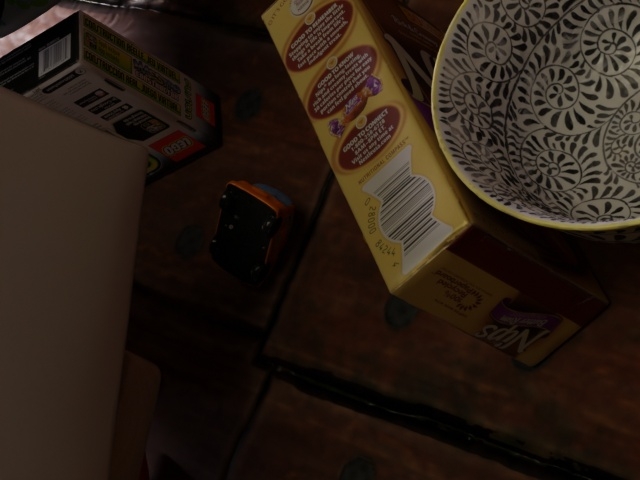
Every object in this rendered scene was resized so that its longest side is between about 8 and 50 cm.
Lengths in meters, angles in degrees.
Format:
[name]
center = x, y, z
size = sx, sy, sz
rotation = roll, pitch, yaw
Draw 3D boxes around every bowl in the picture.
[bowl]
center = 0.140, -0.058, 0.772
size = 0.170, 0.080, 0.170
rotation = -15, 54, 21

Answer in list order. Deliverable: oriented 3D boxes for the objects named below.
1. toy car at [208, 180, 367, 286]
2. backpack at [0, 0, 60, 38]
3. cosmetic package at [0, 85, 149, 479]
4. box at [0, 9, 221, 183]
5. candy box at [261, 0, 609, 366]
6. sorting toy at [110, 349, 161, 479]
[toy car]
center = 0.000, 0.000, 0.926
size = 0.122, 0.060, 0.040
rotation = 15, 36, 29
[backpack]
center = -0.207, -0.248, 1.044
size = 0.290, 0.273, 0.355
rotation = -21, 52, 47
[cosmetic package]
center = -0.309, 0.063, 0.931
size = 0.453, 0.161, 0.230
rotation = -7, 71, 41
[box]
center = -0.171, -0.050, 1.036
size = 0.207, 0.114, 0.036
rotation = -25, 54, 31
[candy box]
center = 0.050, -0.040, 0.835
size = 0.053, 0.109, 0.186
rotation = -43, 48, 19
[sorting toy]
center = -0.182, 0.192, 0.943
size = 0.257, 0.089, 0.255
rotation = -4, 67, 42
